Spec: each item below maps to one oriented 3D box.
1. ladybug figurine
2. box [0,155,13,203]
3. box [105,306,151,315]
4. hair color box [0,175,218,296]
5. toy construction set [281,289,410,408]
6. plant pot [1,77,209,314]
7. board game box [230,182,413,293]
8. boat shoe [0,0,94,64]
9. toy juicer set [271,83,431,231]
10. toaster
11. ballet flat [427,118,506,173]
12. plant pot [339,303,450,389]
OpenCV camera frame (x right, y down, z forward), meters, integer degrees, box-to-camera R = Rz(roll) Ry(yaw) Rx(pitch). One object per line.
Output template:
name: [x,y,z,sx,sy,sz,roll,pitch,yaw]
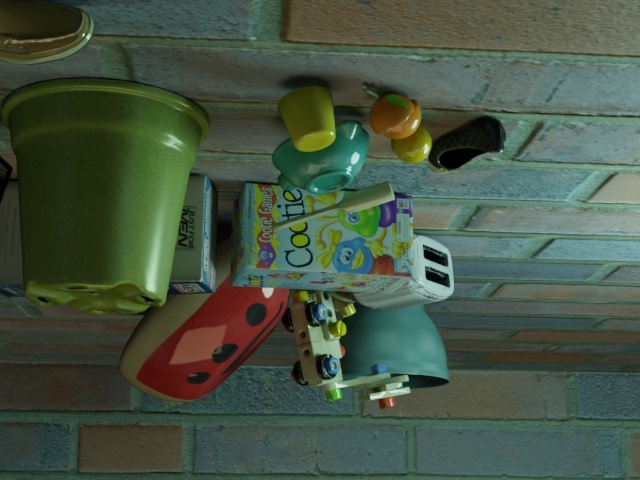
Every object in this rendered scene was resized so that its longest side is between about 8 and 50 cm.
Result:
ladybug figurine: [-0.196,0.151,2.020,0.305,0.162,0.449,-27,162,-52]
box: [-0.484,-0.077,1.353,0.051,0.175,0.220,-6,147,23]
box: [-0.352,0.071,2.079,0.126,0.137,0.072,0,166,3]
hair color box: [-0.342,-0.004,1.731,0.347,0.173,0.105,-1,166,7]
toy construction set: [0.035,0.181,2.090,0.151,0.327,0.215,-35,159,28]
plant pot: [-0.286,-0.042,1.434,0.276,0.253,0.276,0,165,0]
board game box: [0.000,0.000,1.796,0.275,0.142,0.144,4,165,-13]
boat shoe: [-0.331,-0.224,1.127,0.190,0.068,0.072,-2,153,10]
toy juicer set: [0.038,-0.120,1.478,0.209,0.089,0.329,-10,159,-11]
toaster: [0.153,0.061,2.054,0.146,0.129,0.227,-11,163,29]
ballet flat: [0.196,-0.121,1.513,0.058,0.049,0.173,7,164,-21]
plant pot: [0.156,0.237,2.577,0.293,0.196,0.293,1,164,0]
